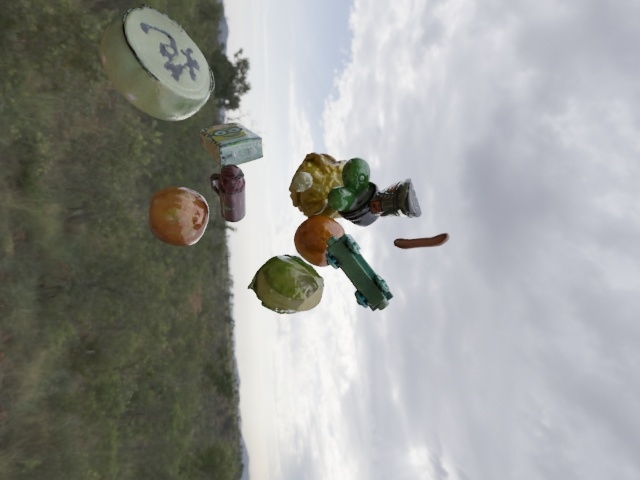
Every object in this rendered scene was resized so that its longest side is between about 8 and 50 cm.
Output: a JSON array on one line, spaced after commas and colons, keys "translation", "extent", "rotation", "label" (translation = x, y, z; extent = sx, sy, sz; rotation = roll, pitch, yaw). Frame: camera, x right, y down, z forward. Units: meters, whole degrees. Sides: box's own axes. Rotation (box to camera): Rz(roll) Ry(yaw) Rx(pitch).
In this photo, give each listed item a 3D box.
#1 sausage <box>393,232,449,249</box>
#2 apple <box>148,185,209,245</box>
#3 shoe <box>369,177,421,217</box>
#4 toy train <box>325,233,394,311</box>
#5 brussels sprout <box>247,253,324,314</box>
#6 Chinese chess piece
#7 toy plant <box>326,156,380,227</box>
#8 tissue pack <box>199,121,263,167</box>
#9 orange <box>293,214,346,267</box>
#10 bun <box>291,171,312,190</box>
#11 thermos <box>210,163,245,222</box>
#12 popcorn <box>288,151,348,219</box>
[{"translation": [0.331, 0.005, 1.479], "extent": [0.043, 0.186, 0.043], "rotation": [18, 69, -57], "label": "sausage"}, {"translation": [-0.571, -0.098, 1.778], "extent": [0.253, 0.254, 0.253], "rotation": [178, -90, -77], "label": "apple"}, {"translation": [0.251, -0.137, 1.580], "extent": [0.336, 0.171, 0.132], "rotation": [-55, 126, -75], "label": "shoe"}, {"translation": [0.134, 0.106, 1.548], "extent": [0.298, 0.120, 0.194], "rotation": [53, 11, 8], "label": "toy train"}, {"translation": [-0.127, 0.172, 1.749], "extent": [0.294, 0.259, 0.227], "rotation": [29, -73, 36], "label": "brussels sprout"}, {"translation": [-0.506, -0.554, 1.425], "extent": [0.146, 0.349, 0.349], "rotation": [-27, -123, 31], "label": "Chinese chess piece"}, {"translation": [0.135, -0.174, 1.696], "extent": [0.175, 0.218, 0.235], "rotation": [19, -24, 52], "label": "toy plant"}, {"translation": [-0.455, -0.492, 2.284], "extent": [0.311, 0.228, 0.128], "rotation": [42, -37, 45], "label": "tissue pack"}, {"translation": [0.000, 0.000, 1.989], "extent": [0.240, 0.240, 0.240], "rotation": [178, -90, -77], "label": "orange"}, {"translation": [-0.067, -0.216, 1.704], "extent": [0.086, 0.086, 0.055], "rotation": [109, -39, -58], "label": "bun"}, {"translation": [-0.367, -0.208, 1.834], "extent": [0.136, 0.109, 0.330], "rotation": [50, -23, 15], "label": "thermos"}, {"translation": [0.019, -0.262, 2.186], "extent": [0.381, 0.349, 0.349], "rotation": [-103, -167, -75], "label": "popcorn"}]
